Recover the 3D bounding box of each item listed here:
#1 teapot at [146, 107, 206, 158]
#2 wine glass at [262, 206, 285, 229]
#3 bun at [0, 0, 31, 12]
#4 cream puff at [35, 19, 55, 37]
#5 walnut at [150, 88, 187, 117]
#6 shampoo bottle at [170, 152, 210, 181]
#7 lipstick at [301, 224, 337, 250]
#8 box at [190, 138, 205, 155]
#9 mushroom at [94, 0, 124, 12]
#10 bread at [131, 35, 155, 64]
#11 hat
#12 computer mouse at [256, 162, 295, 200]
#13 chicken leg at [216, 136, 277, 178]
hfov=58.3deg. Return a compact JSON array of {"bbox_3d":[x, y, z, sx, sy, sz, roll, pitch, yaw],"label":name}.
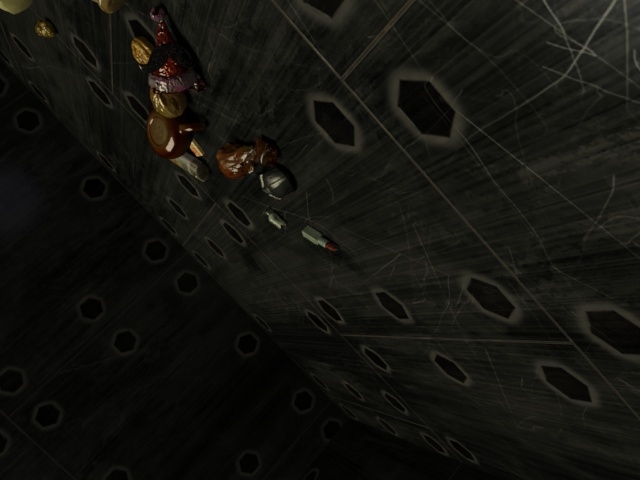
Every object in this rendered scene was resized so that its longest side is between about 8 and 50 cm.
[{"bbox_3d":[-0.447,-0.351,1.805,0.252,0.135,0.178,2,107,38],"label":"teapot"},{"bbox_3d":[-0.152,-0.072,1.888,0.083,0.039,0.042,39,158,3],"label":"wine glass"},{"bbox_3d":[-0.970,-0.862,1.671,0.364,0.202,0.364,43,167,12],"label":"bun"},{"bbox_3d":[-1.034,-0.791,2.153,0.083,0.058,0.083,35,160,22],"label":"cream puff"},{"bbox_3d":[-0.446,-0.419,1.675,0.105,0.105,0.124,24,152,45],"label":"walnut"},{"bbox_3d":[-0.498,-0.294,2.096,0.227,0.056,0.086,33,159,29],"label":"shampoo bottle"},{"bbox_3d":[0.001,-0.001,1.732,0.129,0.030,0.030,32,157,32],"label":"lipstick"},{"bbox_3d":[-0.438,-0.330,1.965,0.093,0.015,0.058,54,157,-23],"label":"box"},{"bbox_3d":[-0.614,-0.683,1.482,0.247,0.096,0.108,38,160,4],"label":"mushroom"},{"bbox_3d":[-0.496,-0.530,1.634,0.083,0.044,0.111,40,162,2],"label":"bread"},{"bbox_3d":[-0.379,-0.478,1.453,0.140,0.129,0.228,1,131,2],"label":"hat"},{"bbox_3d":[-0.136,-0.160,1.637,0.106,0.062,0.192,50,159,-14],"label":"computer mouse"},{"bbox_3d":[-0.212,-0.236,1.613,0.304,0.093,0.113,-3,117,59],"label":"chicken leg"}]
